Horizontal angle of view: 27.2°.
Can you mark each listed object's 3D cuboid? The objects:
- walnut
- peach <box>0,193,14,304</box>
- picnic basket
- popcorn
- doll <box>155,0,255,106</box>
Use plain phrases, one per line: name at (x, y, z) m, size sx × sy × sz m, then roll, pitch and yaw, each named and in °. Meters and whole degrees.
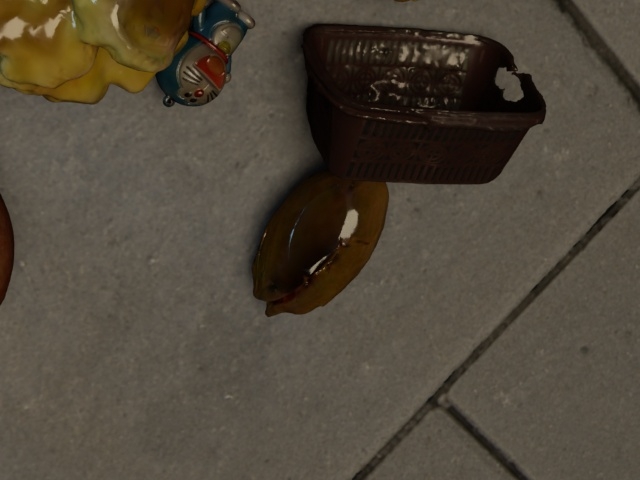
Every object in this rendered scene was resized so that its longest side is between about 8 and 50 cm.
walnut at (0.000, 0.000, 1.695) m, size 0.137 × 0.137 × 0.245 m, roll 30°, pitch 96°, yaw -25°
peach at (-0.467, 0.017, 1.479) m, size 0.252 × 0.252 × 0.252 m, roll -6°, pitch 109°, yaw -18°
picnic basket at (0.111, -0.165, 1.657) m, size 0.297 × 0.222 × 0.129 m, roll 1°, pitch 129°, yaw -20°
popcorn at (-0.267, -0.342, 1.383) m, size 0.344 × 0.354 × 0.390 m, roll 13°, pitch 61°, yaw -21°
doll at (-0.143, -0.223, 1.598) m, size 0.152 × 0.085 × 0.114 m, roll -54°, pitch 135°, yaw -9°
